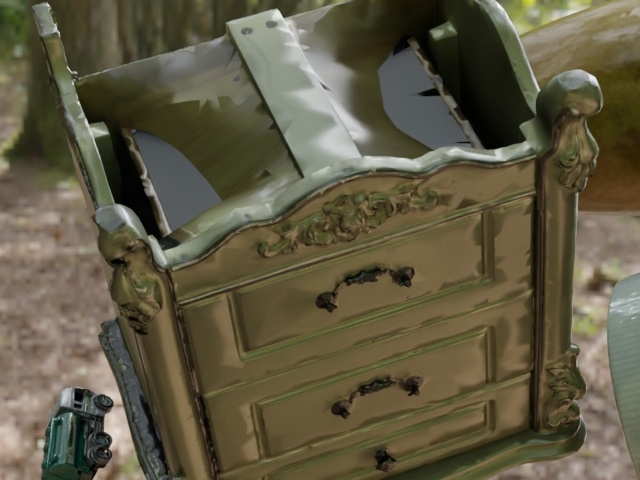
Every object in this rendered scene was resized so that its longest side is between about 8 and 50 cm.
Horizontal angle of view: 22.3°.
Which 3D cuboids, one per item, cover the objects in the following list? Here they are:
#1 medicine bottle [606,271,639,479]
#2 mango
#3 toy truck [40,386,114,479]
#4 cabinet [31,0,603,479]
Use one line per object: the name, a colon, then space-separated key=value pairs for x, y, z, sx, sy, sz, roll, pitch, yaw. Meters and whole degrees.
medicine bottle: x=0.356 y=0.065 z=1.008 sx=0.332 sy=0.190 sz=0.190 roll=-21 pitch=4 yaw=25
mango: x=0.235 y=-0.099 z=1.215 sx=0.317 sy=0.173 sz=0.211 roll=-8 pitch=-3 yaw=6
toy truck: x=-0.166 y=0.136 z=1.097 sx=0.044 sy=0.039 sz=0.083 roll=20 pitch=32 yaw=-19
cabinet: x=0.000 y=0.000 z=1.011 sx=0.290 sy=0.318 sz=0.227 roll=-17 pitch=48 yaw=-10
